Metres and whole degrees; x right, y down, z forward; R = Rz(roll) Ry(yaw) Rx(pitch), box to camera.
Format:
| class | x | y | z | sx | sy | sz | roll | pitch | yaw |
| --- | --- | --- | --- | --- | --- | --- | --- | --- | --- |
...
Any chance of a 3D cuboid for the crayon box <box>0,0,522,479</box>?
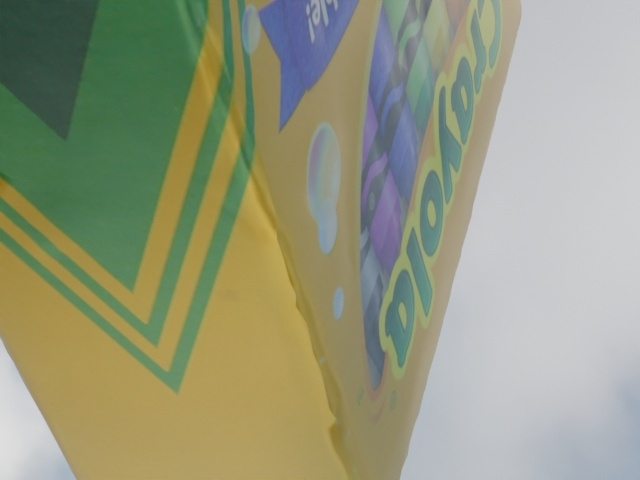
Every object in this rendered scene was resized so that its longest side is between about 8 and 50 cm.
| class | x | y | z | sx | sy | sz | roll | pitch | yaw |
| --- | --- | --- | --- | --- | --- | --- | --- | --- | --- |
| crayon box | -0.021 | -0.075 | 0.418 | 0.083 | 0.323 | 0.203 | 2 | -132 | 18 |
